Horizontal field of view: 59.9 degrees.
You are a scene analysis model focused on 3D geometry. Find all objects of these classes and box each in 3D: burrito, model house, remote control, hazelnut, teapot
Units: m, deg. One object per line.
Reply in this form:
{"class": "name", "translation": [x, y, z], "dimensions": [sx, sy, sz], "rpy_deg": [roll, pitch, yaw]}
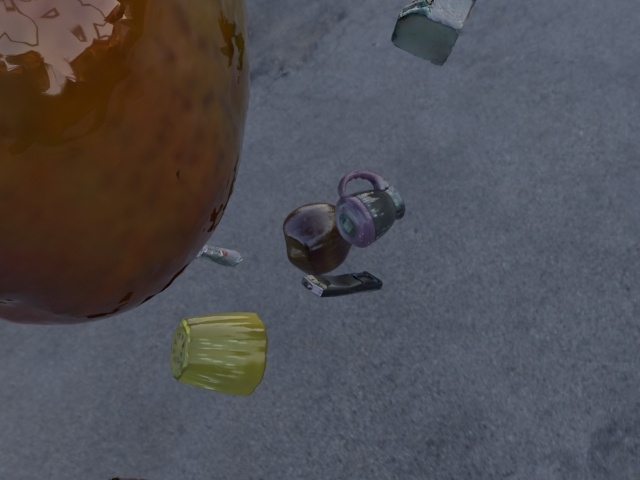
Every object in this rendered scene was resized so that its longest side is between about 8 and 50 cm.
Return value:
{"class": "burrito", "translation": [-0.381, 0.054, 2.017], "dimensions": [0.064, 0.203, 0.064], "rpy_deg": [-21, 61, 45]}
{"class": "model house", "translation": [0.160, -0.316, 0.759], "dimensions": [0.088, 0.100, 0.100], "rpy_deg": [25, 82, 0]}
{"class": "remote control", "translation": [0.047, 0.083, 1.066], "dimensions": [0.059, 0.212, 0.028], "rpy_deg": [36, 110, 31]}
{"class": "hazelnut", "translation": [0.000, 0.000, 1.622], "dimensions": [0.218, 0.233, 0.217], "rpy_deg": [-2, 66, 3]}
{"class": "teapot", "translation": [0.103, -0.070, 1.194], "dimensions": [0.146, 0.116, 0.148], "rpy_deg": [-26, 65, -28]}

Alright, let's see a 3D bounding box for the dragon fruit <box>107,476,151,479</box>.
{"class": "dragon fruit", "translation": [-0.284, 0.441, 0.891], "dimensions": [0.125, 0.246, 0.125], "rpy_deg": [8, 91, 47]}

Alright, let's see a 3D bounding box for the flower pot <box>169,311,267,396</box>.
{"class": "flower pot", "translation": [-0.240, 0.255, 1.272], "dimensions": [0.195, 0.179, 0.195], "rpy_deg": [-26, 60, 55]}

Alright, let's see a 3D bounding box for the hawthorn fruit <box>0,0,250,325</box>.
{"class": "hawthorn fruit", "translation": [-0.278, -0.160, 0.505], "dimensions": [0.472, 0.471, 0.471], "rpy_deg": [-17, 44, 17]}
